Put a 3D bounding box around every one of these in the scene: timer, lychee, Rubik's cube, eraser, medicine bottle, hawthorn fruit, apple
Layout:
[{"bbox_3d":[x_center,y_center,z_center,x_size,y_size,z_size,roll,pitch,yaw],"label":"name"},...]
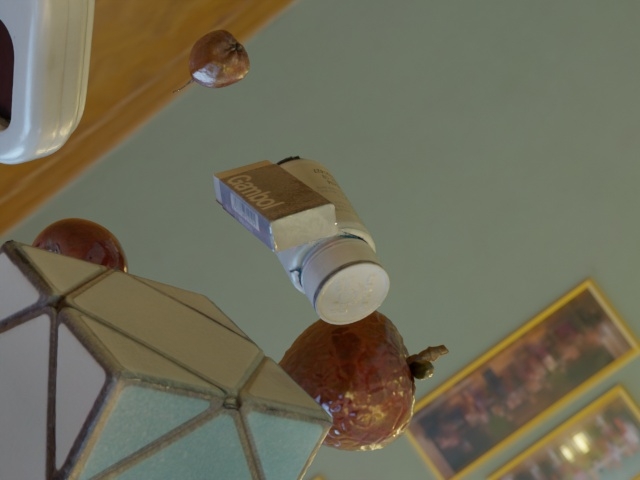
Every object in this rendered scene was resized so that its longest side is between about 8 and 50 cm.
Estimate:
[{"bbox_3d":[-0.299,-0.207,1.185,0.087,0.262,0.237,-23,135,-41],"label":"timer"},{"bbox_3d":[0.065,0.232,2.208,0.300,0.255,0.255,-2,172,0],"label":"lychee"},{"bbox_3d":[-0.155,0.148,0.996,0.205,0.207,0.205,19,103,-41],"label":"Rubik's cube"},{"bbox_3d":[-0.064,-0.049,1.752,0.092,0.046,0.212,-17,-154,-21],"label":"eraser"},{"bbox_3d":[0.000,0.000,2.059,0.143,0.258,0.143,-14,133,-16],"label":"medicine bottle"},{"bbox_3d":[-0.128,-0.195,1.540,0.103,0.067,0.067,-37,174,35],"label":"hawthorn fruit"},{"bbox_3d":[-0.332,0.047,1.837,0.153,0.153,0.120,-40,149,28],"label":"apple"}]
